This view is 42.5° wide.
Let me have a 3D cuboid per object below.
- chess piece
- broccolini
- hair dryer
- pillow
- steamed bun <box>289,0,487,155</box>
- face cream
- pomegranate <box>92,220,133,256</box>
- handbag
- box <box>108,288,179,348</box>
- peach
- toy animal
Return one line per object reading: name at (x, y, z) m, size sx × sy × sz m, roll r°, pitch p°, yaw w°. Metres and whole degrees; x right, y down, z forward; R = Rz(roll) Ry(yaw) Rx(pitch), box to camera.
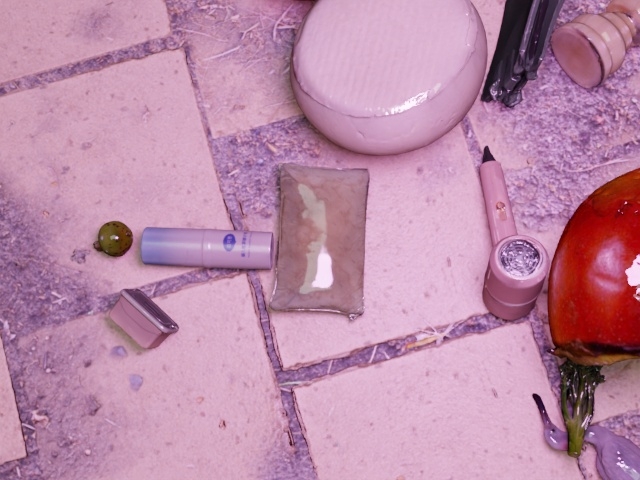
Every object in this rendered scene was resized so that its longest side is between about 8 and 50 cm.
chess piece at (0.604, -0.425, 1.635) m, size 0.261 × 0.143 × 0.143 m, roll -33°, pitch 79°, yaw -11°
broccolini at (0.473, 0.299, 1.506) m, size 0.091 × 0.068 × 0.203 m, roll 0°, pitch 66°, yaw 33°
hair dryer at (0.341, -0.040, 1.555) m, size 0.106 × 0.189 × 0.344 m, roll -9°, pitch 64°, yaw 3°
pillow at (0.000, 0.000, 1.592) m, size 0.184 × 0.075 × 0.303 m, roll 4°, pitch 79°, yaw -5°
steamed bun at (0.130, -0.322, 1.563) m, size 0.374 × 0.241 × 0.375 m, roll -5°, pitch 63°, yaw 9°
face cream at (-0.218, 0.015, 1.599) m, size 0.250 × 0.077 × 0.077 m, roll 2°, pitch 79°, yaw 2°
pomegranate at (-0.408, 0.004, 1.617) m, size 0.073 × 0.073 × 0.084 m, roll 40°, pitch 109°, yaw 9°
handbag at (0.396, -0.404, 1.572) m, size 0.079 × 0.247 × 0.260 m, roll 16°, pitch 79°, yaw -1°
box at (-0.341, 0.152, 1.576) m, size 0.122 × 0.089 × 0.062 m, roll 42°, pitch 93°, yaw 9°
peach at (0.563, 0.065, 1.417) m, size 0.353 × 0.339 × 0.417 m, roll 42°, pitch 64°, yaw -13°
toy animal at (0.544, 0.396, 1.492) m, size 0.324 × 0.090 × 0.195 m, roll 6°, pitch 55°, yaw 9°
